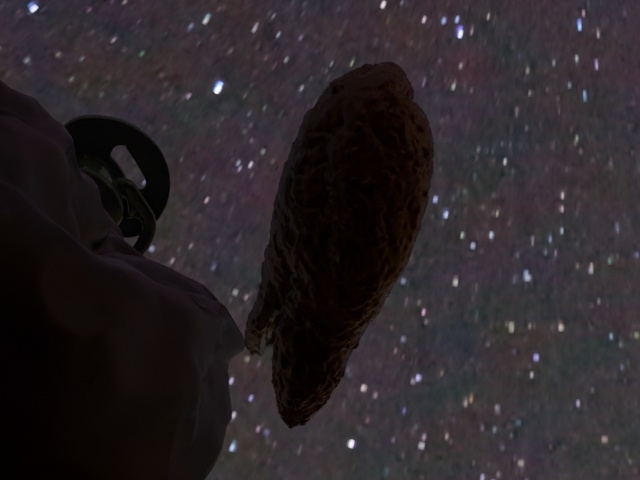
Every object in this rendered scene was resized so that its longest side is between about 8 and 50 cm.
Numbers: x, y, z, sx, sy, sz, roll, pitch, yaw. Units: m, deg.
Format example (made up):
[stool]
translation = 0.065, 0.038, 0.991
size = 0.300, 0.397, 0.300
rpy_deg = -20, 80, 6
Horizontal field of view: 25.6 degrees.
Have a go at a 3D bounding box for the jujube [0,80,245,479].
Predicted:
[jujube]
translation = -0.174, 0.064, 0.530
size = 0.276, 0.377, 0.276
rpy_deg = 0, -88, -10

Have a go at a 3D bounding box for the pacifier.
[pacifier]
translation = -0.183, -0.036, 1.054
size = 0.150, 0.116, 0.127
rpy_deg = -32, -63, 6

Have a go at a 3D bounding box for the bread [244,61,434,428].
[bread]
translation = 0.004, 0.001, 1.009
size = 0.095, 0.139, 0.269
rpy_deg = 18, -70, -27
